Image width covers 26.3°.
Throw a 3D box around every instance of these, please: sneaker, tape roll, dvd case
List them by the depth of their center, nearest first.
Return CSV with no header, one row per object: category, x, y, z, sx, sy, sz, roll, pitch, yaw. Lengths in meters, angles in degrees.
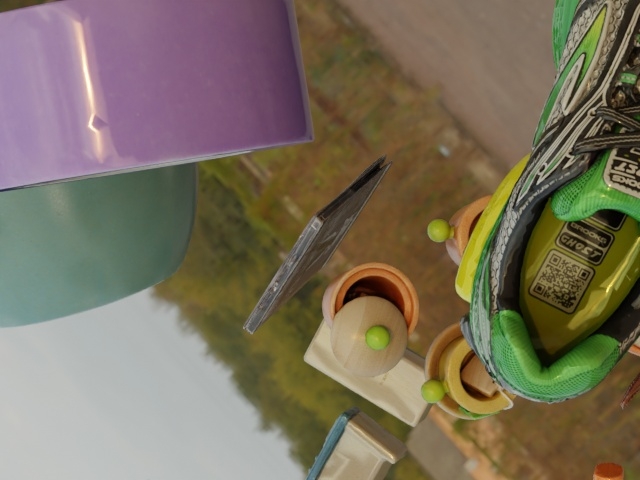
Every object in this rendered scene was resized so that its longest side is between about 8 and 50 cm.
tape roll,-0.101,-0.074,0.696,0.189,0.189,0.080,-138,38,-87
sneaker,0.181,-0.064,0.736,0.134,0.343,0.146,19,-171,-3
dvd case,0.000,0.000,1.523,0.018,0.164,0.221,36,-150,7

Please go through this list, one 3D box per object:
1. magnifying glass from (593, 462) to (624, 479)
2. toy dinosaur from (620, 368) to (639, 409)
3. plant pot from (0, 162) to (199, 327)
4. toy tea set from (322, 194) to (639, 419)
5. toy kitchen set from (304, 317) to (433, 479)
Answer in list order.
magnifying glass,0.214,0.279,1.034,0.092,0.026,0.231,-41,-49,-67
toy dinosaur,0.198,0.064,0.802,0.082,0.090,0.047,-164,69,-75
plant pot,-0.235,-0.063,1.170,0.293,0.293,0.235,-134,28,-77
toy tea set,0.169,0.043,1.125,0.200,0.336,0.124,65,166,-7
toy kitchen set,0.034,0.179,1.321,0.122,0.207,0.166,31,-169,14
